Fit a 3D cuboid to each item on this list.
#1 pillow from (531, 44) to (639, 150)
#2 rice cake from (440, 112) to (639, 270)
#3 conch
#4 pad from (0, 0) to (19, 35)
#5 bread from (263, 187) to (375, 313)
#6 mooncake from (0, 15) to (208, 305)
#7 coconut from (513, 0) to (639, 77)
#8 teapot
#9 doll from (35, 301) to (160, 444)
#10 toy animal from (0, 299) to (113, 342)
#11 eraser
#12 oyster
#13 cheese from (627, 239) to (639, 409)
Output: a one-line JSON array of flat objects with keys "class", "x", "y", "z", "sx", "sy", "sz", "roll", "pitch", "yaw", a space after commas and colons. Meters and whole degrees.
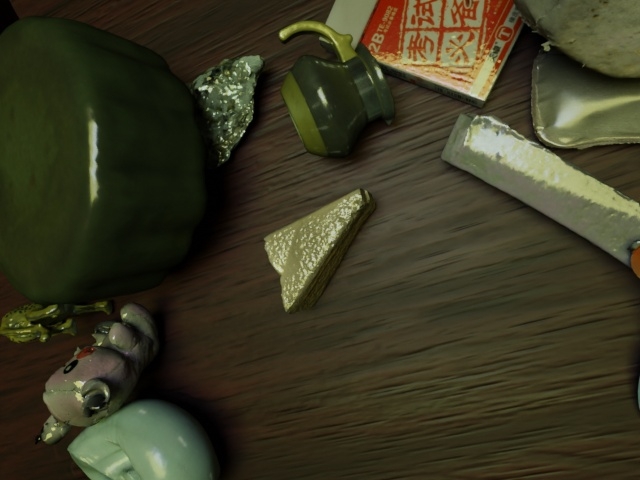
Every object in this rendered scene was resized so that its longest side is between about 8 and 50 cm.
[{"class": "pillow", "x": 0.355, "y": -0.160, "z": 0.474, "sx": 0.233, "sy": 0.038, "sz": 0.130, "roll": 4, "pitch": 90, "yaw": 19}, {"class": "rice cake", "x": 0.301, "y": -0.031, "z": 0.478, "sx": 0.365, "sy": 0.056, "sz": 0.072, "roll": 35, "pitch": 112, "yaw": 14}, {"class": "conch", "x": -0.238, "y": 0.307, "z": 0.607, "sx": 0.221, "sy": 0.121, "sz": 0.184, "roll": 2, "pitch": 96, "yaw": 26}, {"class": "pad", "x": -0.477, "y": -0.253, "z": 0.657, "sx": 0.267, "sy": 0.004, "sz": 0.180, "roll": 23, "pitch": 98, "yaw": 61}, {"class": "bread", "x": 0.014, "y": 0.015, "z": 0.555, "sx": 0.152, "sy": 0.077, "sz": 0.105, "roll": -26, "pitch": 78, "yaw": 18}, {"class": "mooncake", "x": -0.299, "y": -0.093, "z": 0.574, "sx": 0.352, "sy": 0.187, "sz": 0.350, "roll": 0, "pitch": 91, "yaw": 32}, {"class": "coconut", "x": 0.302, "y": -0.295, "z": 0.385, "sx": 0.245, "sy": 0.245, "sz": 0.247, "roll": 10, "pitch": 74, "yaw": 17}, {"class": "teapot", "x": 0.013, "y": -0.185, "z": 0.532, "sx": 0.119, "sy": 0.130, "sz": 0.165, "roll": -25, "pitch": 102, "yaw": 1}, {"class": "doll", "x": -0.296, "y": 0.176, "z": 0.602, "sx": 0.149, "sy": 0.192, "sz": 0.095, "roll": -30, "pitch": 112, "yaw": 31}, {"class": "toy animal", "x": -0.403, "y": 0.115, "z": 0.641, "sx": 0.136, "sy": 0.181, "sz": 0.073, "roll": -17, "pitch": 103, "yaw": 4}, {"class": "eraser", "x": 0.131, "y": -0.281, "z": 0.547, "sx": 0.230, "sy": 0.038, "sz": 0.157, "roll": 27, "pitch": 97, "yaw": 15}, {"class": "oyster", "x": -0.150, "y": -0.186, "z": 0.622, "sx": 0.125, "sy": 0.064, "sz": 0.177, "roll": 24, "pitch": 98, "yaw": 12}, {"class": "cheese", "x": 0.373, "y": 0.112, "z": 0.435, "sx": 0.106, "sy": 0.037, "sz": 0.255, "roll": -9, "pitch": 103, "yaw": 33}]
